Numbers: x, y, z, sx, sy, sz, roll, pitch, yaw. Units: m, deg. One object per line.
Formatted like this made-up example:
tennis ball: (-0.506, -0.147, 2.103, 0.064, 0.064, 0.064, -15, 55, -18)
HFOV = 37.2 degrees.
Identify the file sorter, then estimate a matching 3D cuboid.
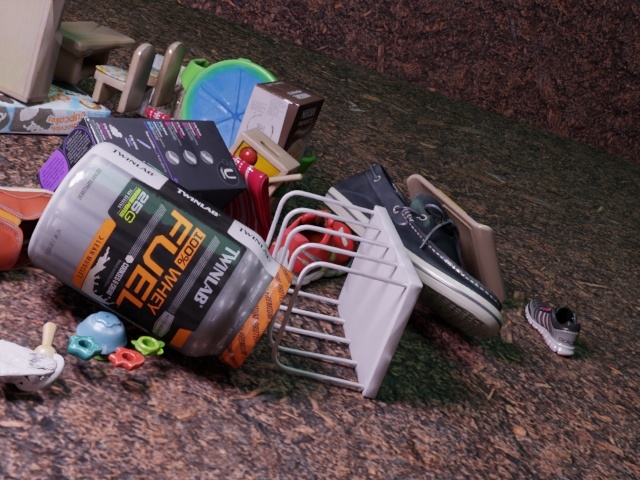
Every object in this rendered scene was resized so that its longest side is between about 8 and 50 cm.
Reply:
file sorter: (0.014, 0.068, 1.438, 0.173, 0.192, 0.277, 14, 22, -15)

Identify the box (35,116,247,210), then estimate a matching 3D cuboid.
box: (-0.280, -0.092, 1.512, 0.270, 0.165, 0.143, -8, 65, -51)

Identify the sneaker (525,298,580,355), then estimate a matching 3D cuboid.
sneaker: (0.454, 0.151, 1.835, 0.063, 0.074, 0.170, 15, 22, -18)

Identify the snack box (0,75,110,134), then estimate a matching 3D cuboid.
snack box: (-0.589, -0.269, 1.831, 0.187, 0.060, 0.322, 35, 24, 31)

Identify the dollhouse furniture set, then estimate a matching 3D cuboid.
dollhouse furniture set: (-0.503, -0.437, 1.887, 0.362, 0.256, 0.394, 25, 20, 11)

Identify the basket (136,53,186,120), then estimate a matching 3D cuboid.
basket: (-0.351, -0.342, 2.179, 0.103, 0.113, 0.167, 20, 21, -14)

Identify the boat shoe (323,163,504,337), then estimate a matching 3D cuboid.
boat shoe: (0.183, 0.000, 1.757, 0.187, 0.156, 0.500, 50, -3, -41)

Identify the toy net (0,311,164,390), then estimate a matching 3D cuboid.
toy net: (-0.298, 0.145, 1.147, 0.122, 0.045, 0.232, 33, 25, 20)

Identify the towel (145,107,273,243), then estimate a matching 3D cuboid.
towel: (-0.196, -0.109, 1.696, 0.275, 0.198, 0.031, 31, 59, 21)

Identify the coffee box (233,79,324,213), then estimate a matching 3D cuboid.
coffee box: (-0.099, -0.175, 1.833, 0.098, 0.246, 0.141, 27, 22, 13)

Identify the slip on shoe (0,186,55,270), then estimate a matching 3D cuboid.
slip on shoe: (-0.449, -0.010, 1.275, 0.101, 0.123, 0.331, 36, 19, 22)

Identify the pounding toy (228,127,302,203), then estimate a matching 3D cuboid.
pounding toy: (-0.106, -0.120, 1.718, 0.141, 0.130, 0.100, 41, 23, 5)

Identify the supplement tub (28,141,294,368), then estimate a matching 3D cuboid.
supplement tub: (-0.206, 0.026, 1.268, 0.316, 0.193, 0.193, 31, 20, -5)

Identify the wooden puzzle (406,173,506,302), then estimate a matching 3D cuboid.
wooden puzzle: (0.275, -0.007, 1.887, 0.044, 0.221, 0.239, -34, 44, -15)

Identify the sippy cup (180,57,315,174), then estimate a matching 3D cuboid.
sippy cup: (-0.154, -0.267, 2.067, 0.240, 0.305, 0.224, -13, 2, 15)

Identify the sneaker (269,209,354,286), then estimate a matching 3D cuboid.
sneaker: (0.000, 0.000, 1.686, 0.107, 0.118, 0.279, 29, 22, 15)
